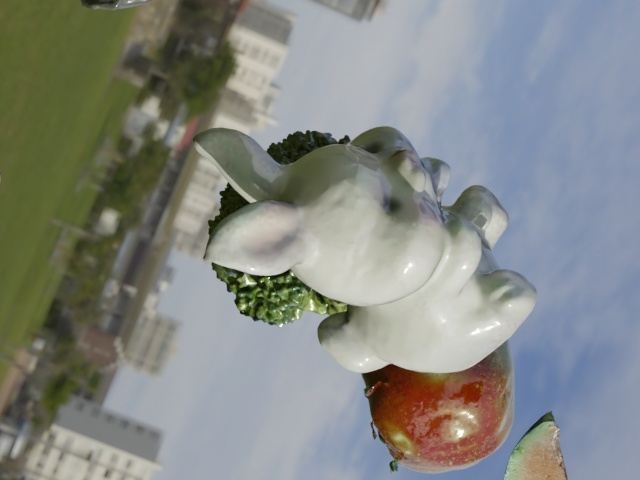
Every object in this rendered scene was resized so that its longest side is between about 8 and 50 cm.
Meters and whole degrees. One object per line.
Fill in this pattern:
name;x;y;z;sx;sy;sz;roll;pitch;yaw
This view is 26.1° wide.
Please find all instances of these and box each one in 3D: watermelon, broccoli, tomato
watermelon;0.257;0.246;1.578;0.101;0.080;0.155;-50;136;-36
broccoli;-0.006;-0.014;1.675;0.235;0.260;0.288;100;6;-49
tomato;0.198;0.227;2.249;0.303;0.239;0.303;-12;90;-78

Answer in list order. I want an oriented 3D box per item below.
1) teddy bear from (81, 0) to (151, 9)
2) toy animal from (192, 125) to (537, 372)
teddy bear;-0.135;-0.254;0.821;0.144;0.171;0.251;-8;-141;34
toy animal;0.031;0.009;1.412;0.241;0.368;0.196;-40;-138;19
